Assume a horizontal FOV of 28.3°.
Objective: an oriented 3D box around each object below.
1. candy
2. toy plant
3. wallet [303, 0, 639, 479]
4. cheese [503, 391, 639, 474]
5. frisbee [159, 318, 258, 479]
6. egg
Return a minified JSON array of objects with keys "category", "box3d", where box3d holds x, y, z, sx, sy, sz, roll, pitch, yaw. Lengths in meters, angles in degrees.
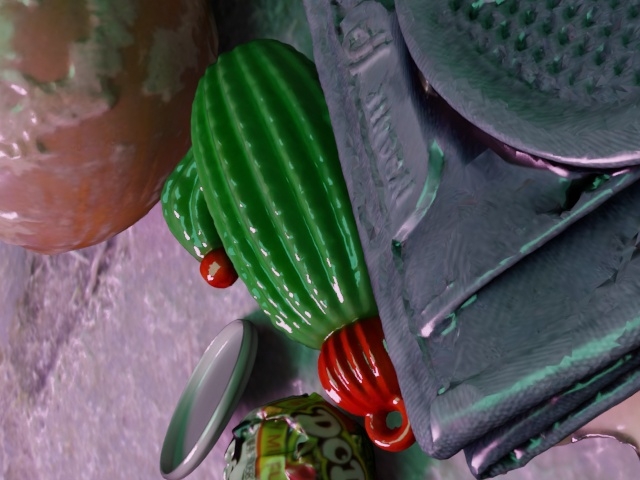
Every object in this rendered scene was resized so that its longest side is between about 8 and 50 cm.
[{"category":"candy","box3d":[-0.066,0.172,0.784,0.305,0.083,0.091,-37,62,50]},{"category":"toy plant","box3d":[0.004,-0.014,0.696,0.240,0.088,0.154,40,102,35]},{"category":"wallet","box3d":[0.093,-0.101,0.542,0.237,0.075,0.342,-40,43,29]},{"category":"cheese","box3d":[0.146,-0.003,0.542,0.163,0.071,0.248,26,106,47]},{"category":"frisbee","box3d":[-0.069,0.099,0.783,0.110,0.014,0.110,-55,16,25]},{"category":"egg","box3d":[-0.164,-0.107,0.811,0.203,0.203,0.245,31,121,45]}]
